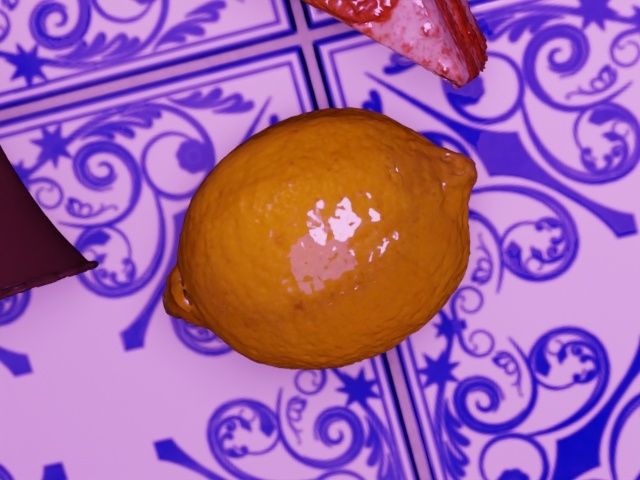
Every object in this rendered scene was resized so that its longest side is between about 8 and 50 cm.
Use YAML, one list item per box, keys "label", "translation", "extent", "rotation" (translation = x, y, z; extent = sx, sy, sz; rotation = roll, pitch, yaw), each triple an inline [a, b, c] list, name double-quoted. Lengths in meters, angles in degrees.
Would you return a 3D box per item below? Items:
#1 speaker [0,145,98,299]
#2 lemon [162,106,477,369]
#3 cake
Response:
- label: "speaker"
  translation: [-0.348, -0.080, 1.316]
  extent: [0.259, 0.198, 0.329]
  rotation: [-24, 90, 22]
- label: "lemon"
  translation: [0.000, 0.000, 1.270]
  extent: [0.256, 0.188, 0.188]
  rotation: [-23, 101, 16]
- label: "cake"
  translation: [-0.006, -0.202, 1.233]
  extent: [0.159, 0.158, 0.262]
  rotation: [-25, 102, 17]
